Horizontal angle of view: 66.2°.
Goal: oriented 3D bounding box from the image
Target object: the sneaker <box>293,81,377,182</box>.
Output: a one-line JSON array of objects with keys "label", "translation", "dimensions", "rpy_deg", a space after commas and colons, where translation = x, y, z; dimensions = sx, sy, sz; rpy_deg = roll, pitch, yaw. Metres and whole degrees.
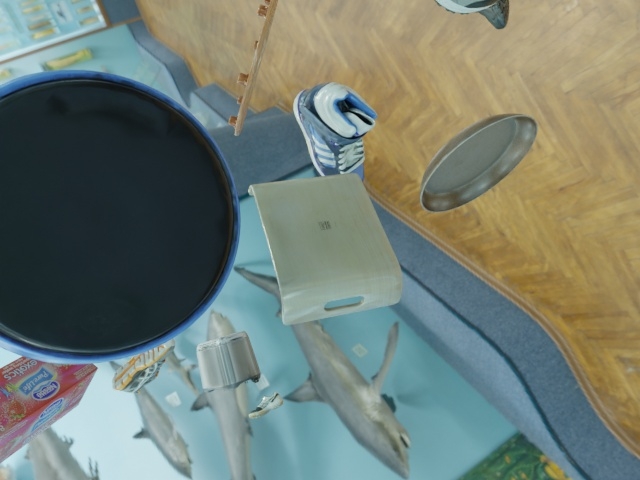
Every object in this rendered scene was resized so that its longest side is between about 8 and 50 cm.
[{"label": "sneaker", "translation": [0.069, -0.249, 1.252], "dimensions": [0.236, 0.130, 0.322], "rpy_deg": [21, 147, 57]}]

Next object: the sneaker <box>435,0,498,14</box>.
[{"label": "sneaker", "translation": [0.214, -0.464, 0.809], "dimensions": [0.108, 0.272, 0.100], "rpy_deg": [-9, 73, 58]}]

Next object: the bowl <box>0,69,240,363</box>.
[{"label": "bowl", "translation": [-0.287, -0.029, 0.642], "dimensions": [0.077, 0.391, 0.390], "rpy_deg": [2, 119, 58]}]

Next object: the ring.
[{"label": "ring", "translation": [-0.149, -0.398, 1.088], "dimensions": [0.336, 0.032, 0.336], "rpy_deg": [-165, 90, -79]}]

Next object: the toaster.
[{"label": "toaster", "translation": [-0.268, 0.350, 1.420], "dimensions": [0.227, 0.129, 0.146], "rpy_deg": [-25, 80, 49]}]

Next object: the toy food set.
[{"label": "toy food set", "translation": [0.000, 0.000, 0.928], "dimensions": [0.092, 0.220, 0.306], "rpy_deg": [103, 153, -51]}]

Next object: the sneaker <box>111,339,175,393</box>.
[{"label": "sneaker", "translation": [-0.477, 0.345, 1.363], "dimensions": [0.083, 0.215, 0.084], "rpy_deg": [43, -168, -38]}]

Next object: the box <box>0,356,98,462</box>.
[{"label": "box", "translation": [-0.599, 0.323, 0.989], "dimensions": [0.123, 0.128, 0.257], "rpy_deg": [36, -160, 5]}]

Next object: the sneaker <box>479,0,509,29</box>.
[{"label": "sneaker", "translation": [0.437, -0.719, 1.403], "dimensions": [0.130, 0.109, 0.286], "rpy_deg": [-17, 126, 47]}]

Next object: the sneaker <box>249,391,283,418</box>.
[{"label": "sneaker", "translation": [-0.130, 0.381, 1.140], "dimensions": [0.037, 0.083, 0.032], "rpy_deg": [59, 164, 27]}]

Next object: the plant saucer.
[{"label": "plant saucer", "translation": [0.356, -0.183, 1.147], "dimensions": [0.050, 0.311, 0.310], "rpy_deg": [59, 163, 26]}]
